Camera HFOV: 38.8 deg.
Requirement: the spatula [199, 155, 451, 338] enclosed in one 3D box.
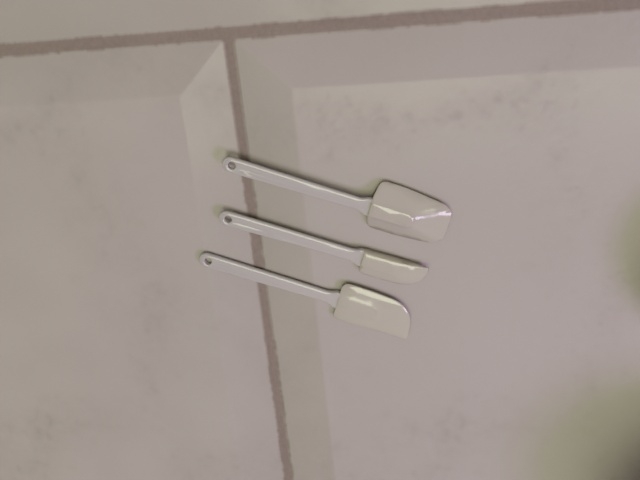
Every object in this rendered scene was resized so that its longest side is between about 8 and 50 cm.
[{"bbox_3d":[0.000,0.000,0.954,0.242,0.019,0.168,18,120,2],"label":"spatula"}]
